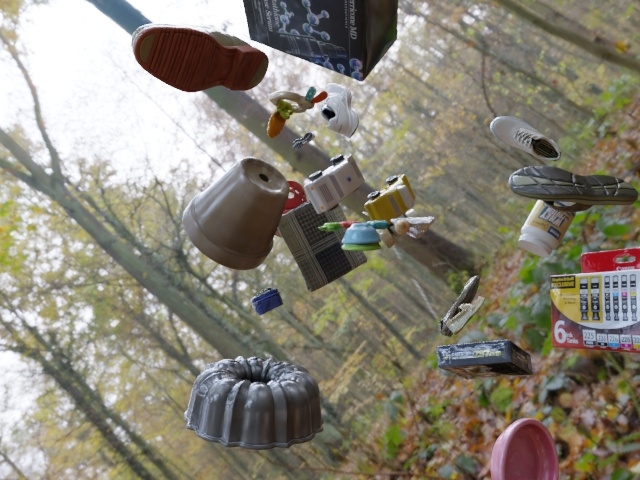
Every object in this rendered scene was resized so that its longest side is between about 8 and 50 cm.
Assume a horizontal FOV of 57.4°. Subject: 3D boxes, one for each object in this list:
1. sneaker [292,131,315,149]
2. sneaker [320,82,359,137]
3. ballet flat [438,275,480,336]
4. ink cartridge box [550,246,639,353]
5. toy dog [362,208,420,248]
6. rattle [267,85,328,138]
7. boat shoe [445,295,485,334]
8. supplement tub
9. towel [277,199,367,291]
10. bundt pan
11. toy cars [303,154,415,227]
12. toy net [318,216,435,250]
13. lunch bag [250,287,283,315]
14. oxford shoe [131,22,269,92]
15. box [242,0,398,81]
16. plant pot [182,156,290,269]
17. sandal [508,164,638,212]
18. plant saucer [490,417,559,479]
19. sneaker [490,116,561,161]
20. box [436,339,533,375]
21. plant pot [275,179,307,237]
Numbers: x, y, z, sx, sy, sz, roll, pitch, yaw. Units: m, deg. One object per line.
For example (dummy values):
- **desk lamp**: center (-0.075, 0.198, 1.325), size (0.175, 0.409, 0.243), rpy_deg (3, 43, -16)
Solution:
- **sneaker**: center (-0.065, -0.395, 2.338), size (0.109, 0.040, 0.043), rpy_deg (-27, -6, 27)
- **sneaker**: center (0.058, -0.534, 2.320), size (0.129, 0.297, 0.111), rpy_deg (9, -47, -28)
- **ballet flat**: center (0.486, 0.224, 2.053), size (0.250, 0.058, 0.084), rpy_deg (-57, -34, -14)
- **ink cartridge box**: center (0.765, 0.152, 1.538), size (0.309, 0.129, 0.272), rpy_deg (163, 109, -65)
- **toy dog**: center (0.241, -0.098, 2.120), size (0.220, 0.161, 0.333), rpy_deg (-36, 18, -17)
- **rattle**: center (-0.082, -0.414, 1.892), size (0.143, 0.199, 0.130), rpy_deg (-66, -33, -23)
- **boat shoe**: center (0.390, 0.192, 1.571), size (0.135, 0.045, 0.050), rpy_deg (-42, -18, -23)
- **supplement tub**: center (0.828, -0.054, 2.146), size (0.200, 0.144, 0.144), rpy_deg (-59, -13, -7)
- **towel**: center (0.000, 0.000, 2.263), size (0.312, 0.325, 0.056), rpy_deg (-27, 1, -33)
- **bundt pan**: center (-0.148, 0.359, 1.368), size (0.331, 0.330, 0.124), rpy_deg (-7, -76, -70)
- **toy cars**: center (0.130, -0.130, 1.516), size (0.393, 0.177, 0.087), rpy_deg (13, -17, -40)
- **toy net**: center (0.114, -0.015, 1.063), size (0.232, 0.122, 0.045), rpy_deg (-6, -84, -40)
- **lunch bag**: center (-0.165, 0.185, 1.817), size (0.098, 0.065, 0.067), rpy_deg (-25, 0, -20)
- **oxford shoe**: center (-0.294, -0.434, 1.358), size (0.397, 0.146, 0.141), rpy_deg (-9, -45, -58)
- **box**: center (-0.004, -0.660, 1.583), size (0.212, 0.395, 0.294), rpy_deg (-55, -21, -25)
- **plant pot**: center (-0.253, -0.111, 1.934), size (0.280, 0.323, 0.323), rpy_deg (-52, -12, 31)
- **sandal**: center (0.606, -0.108, 1.413), size (0.120, 0.302, 0.086), rpy_deg (-81, -2, -48)
- **plant saucer**: center (0.695, 0.781, 2.013), size (0.332, 0.332, 0.084), rpy_deg (-41, 17, -34)
- **sneaker**: center (0.702, -0.347, 1.981), size (0.091, 0.258, 0.094), rpy_deg (-67, 0, -75)
- **box**: center (0.420, 0.306, 1.487), size (0.183, 0.059, 0.232), rpy_deg (-13, -26, 29)
- **plant pot**: center (-0.138, -0.121, 2.357), size (0.191, 0.174, 0.191), rpy_deg (-10, -36, -8)
